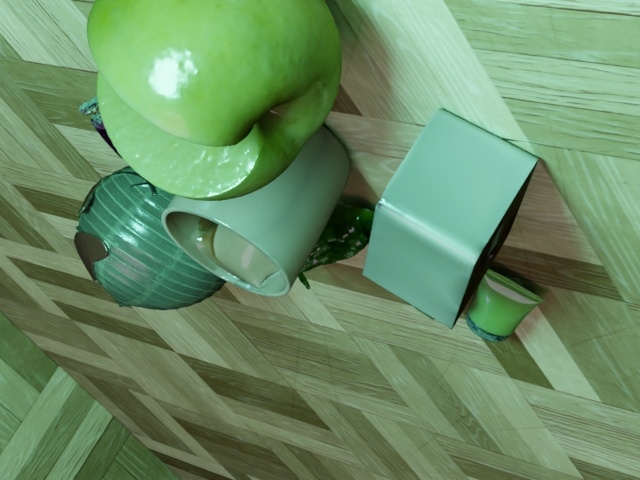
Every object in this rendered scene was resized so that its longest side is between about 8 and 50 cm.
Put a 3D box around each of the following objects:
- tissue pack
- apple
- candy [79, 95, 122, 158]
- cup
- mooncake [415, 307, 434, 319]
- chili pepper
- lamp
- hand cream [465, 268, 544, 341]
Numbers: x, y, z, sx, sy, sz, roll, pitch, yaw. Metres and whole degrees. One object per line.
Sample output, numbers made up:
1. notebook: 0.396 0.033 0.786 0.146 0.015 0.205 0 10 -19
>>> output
1. tissue pack: 0.151 -0.024 2.012 0.136 0.159 0.246 30 160 10
2. apple: -0.123 -0.193 1.834 0.254 0.292 0.292 48 167 25
3. candy: -0.304 -0.160 2.490 0.043 0.045 0.175 20 158 42
4. cup: -0.066 -0.044 2.201 0.191 0.200 0.253 19 155 30
5. mooncake: 0.140 0.045 2.302 0.125 0.073 0.130 37 157 -6
6. chili pepper: 0.005 -0.002 2.382 0.100 0.074 0.257 37 158 -14
7. lamp: -0.244 -0.003 2.485 0.233 0.233 0.265 21 -179 26
8. hand cream: 0.248 0.091 2.305 0.095 0.046 0.175 30 153 6
